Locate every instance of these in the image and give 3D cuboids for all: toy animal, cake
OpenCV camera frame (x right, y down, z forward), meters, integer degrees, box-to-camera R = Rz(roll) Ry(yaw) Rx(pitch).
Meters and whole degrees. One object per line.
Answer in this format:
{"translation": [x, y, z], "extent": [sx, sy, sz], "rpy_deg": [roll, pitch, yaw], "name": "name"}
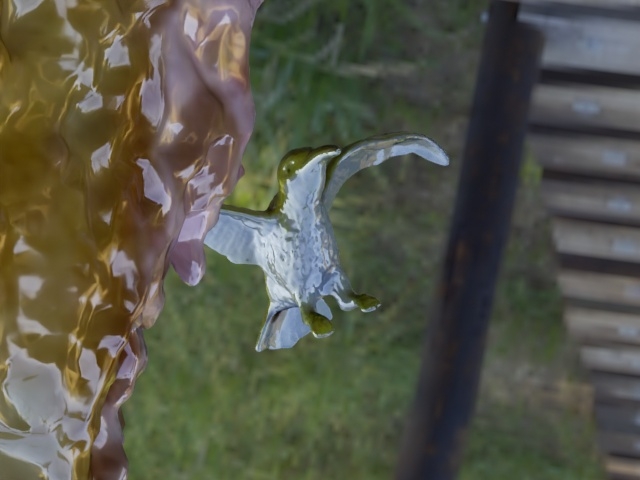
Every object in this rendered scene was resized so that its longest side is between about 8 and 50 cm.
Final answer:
{"translation": [0.000, 0.000, 1.038], "extent": [0.219, 0.095, 0.155], "rpy_deg": [-21, 178, -23], "name": "toy animal"}
{"translation": [-0.203, -0.028, 0.809], "extent": [0.293, 0.314, 0.307], "rpy_deg": [13, 171, -29], "name": "cake"}
